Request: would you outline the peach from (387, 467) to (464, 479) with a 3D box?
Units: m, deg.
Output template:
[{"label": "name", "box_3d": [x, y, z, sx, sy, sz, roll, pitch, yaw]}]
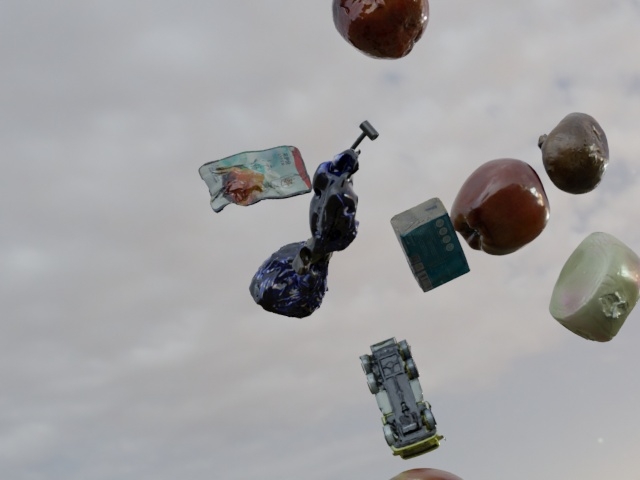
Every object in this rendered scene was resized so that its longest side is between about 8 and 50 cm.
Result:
[{"label": "peach", "box_3d": [0.205, 0.598, 1.892, 0.307, 0.308, 0.332, -14, -50, 3]}]

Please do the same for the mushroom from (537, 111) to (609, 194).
[{"label": "mushroom", "box_3d": [0.647, -0.219, 2.458, 0.138, 0.194, 0.231, -37, 11, 49]}]

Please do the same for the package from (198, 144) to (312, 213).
[{"label": "package", "box_3d": [-0.143, -0.139, 2.139, 0.231, 0.166, 0.040, -12, -42, -6]}]

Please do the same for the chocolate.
[{"label": "chocolate", "box_3d": [-0.001, -0.004, 1.589, 0.126, 0.148, 0.343, 31, -48, -1]}]

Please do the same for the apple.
[{"label": "apple", "box_3d": [0.427, -0.074, 2.342, 0.233, 0.234, 0.234, -11, -21, -4]}]

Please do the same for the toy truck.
[{"label": "toy truck", "box_3d": [0.188, 0.363, 2.255, 0.124, 0.272, 0.157, -22, -35, 7]}]

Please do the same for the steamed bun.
[{"label": "steamed bun", "box_3d": [0.627, 0.104, 2.177, 0.170, 0.239, 0.152, 35, -12, -20]}]

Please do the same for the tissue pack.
[{"label": "tissue pack", "box_3d": [0.233, 0.009, 2.099, 0.120, 0.082, 0.169, -26, -58, 1]}]

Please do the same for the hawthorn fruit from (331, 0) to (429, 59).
[{"label": "hawthorn fruit", "box_3d": [0.107, -0.404, 1.720, 0.173, 0.174, 0.179, -27, -14, 34]}]

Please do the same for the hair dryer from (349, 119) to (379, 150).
[{"label": "hair dryer", "box_3d": [0.095, -0.234, 2.288, 0.083, 0.047, 0.026, -47, -18, 28]}]
